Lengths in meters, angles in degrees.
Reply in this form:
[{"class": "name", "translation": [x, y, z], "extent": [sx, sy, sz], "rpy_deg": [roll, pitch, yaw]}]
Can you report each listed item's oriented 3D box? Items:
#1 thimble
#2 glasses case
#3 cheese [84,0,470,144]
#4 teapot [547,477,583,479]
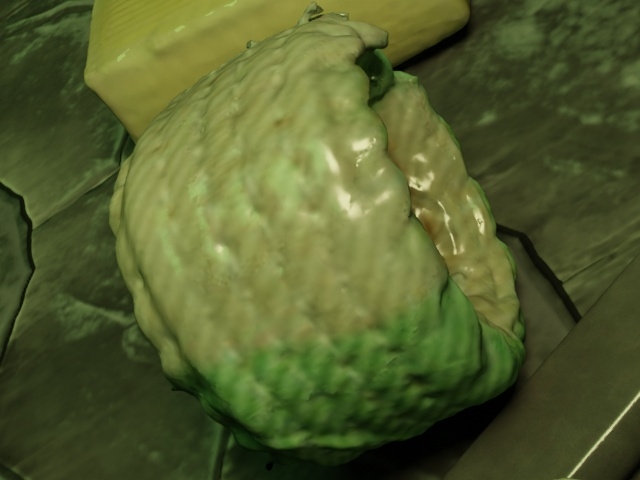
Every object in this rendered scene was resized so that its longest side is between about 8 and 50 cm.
[{"class": "thimble", "translation": [0.000, 0.000, 0.576], "extent": [0.150, 0.219, 0.219], "rpy_deg": [-26, 45, 18]}, {"class": "glasses case", "translation": [0.122, 0.091, 0.542], "extent": [0.190, 0.042, 0.072], "rpy_deg": [-48, 36, -6]}, {"class": "cheese", "translation": [-0.033, -0.211, 0.843], "extent": [0.265, 0.124, 0.243], "rpy_deg": [-21, 50, 20]}, {"class": "teapot", "translation": [0.154, 0.173, 0.369], "extent": [0.183, 0.183, 0.251], "rpy_deg": [-53, 33, -12]}]
